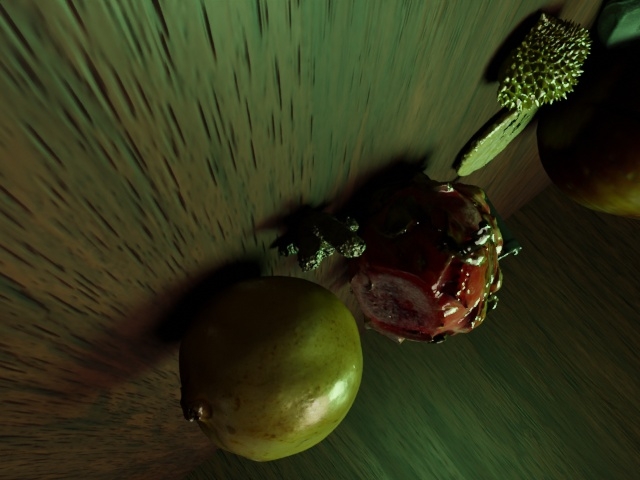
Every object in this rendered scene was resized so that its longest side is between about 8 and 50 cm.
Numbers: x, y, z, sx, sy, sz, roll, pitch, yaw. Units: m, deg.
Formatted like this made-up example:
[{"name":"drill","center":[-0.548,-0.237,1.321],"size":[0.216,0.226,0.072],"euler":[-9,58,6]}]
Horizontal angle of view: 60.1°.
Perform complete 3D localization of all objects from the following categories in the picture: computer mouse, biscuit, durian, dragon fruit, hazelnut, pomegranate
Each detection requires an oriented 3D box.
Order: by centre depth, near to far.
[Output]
[{"name":"pomegranate","center":[-0.071,0.175,0.765],"size":[0.264,0.264,0.264],"euler":[-37,165,-12]},{"name":"durian","center":[0.336,-0.252,0.818],"size":[0.208,0.102,0.147],"euler":[-30,157,-45]},{"name":"computer mouse","center":[0.524,-0.385,0.914],"size":[0.113,0.069,0.229],"euler":[-13,174,11]},{"name":"dragon fruit","center":[0.179,0.008,0.915],"size":[0.291,0.250,0.269],"euler":[-50,142,-37]},{"name":"hazelnut","center":[0.661,-0.228,1.117],"size":[0.402,0.402,0.429],"euler":[-38,180,-5]},{"name":"biscuit","center":[0.358,-0.208,1.118],"size":[0.219,0.033,0.220],"euler":[-36,165,-11]}]

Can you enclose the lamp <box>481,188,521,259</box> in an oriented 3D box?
[{"name":"lamp","center":[0.213,0.053,1.176],"size":[0.374,0.205,0.272],"euler":[-34,172,19]}]

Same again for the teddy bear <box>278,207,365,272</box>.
[{"name":"teddy bear","center":[-0.003,-0.008,0.760],"size":[0.119,0.078,0.160],"euler":[-21,-175,-4]}]
